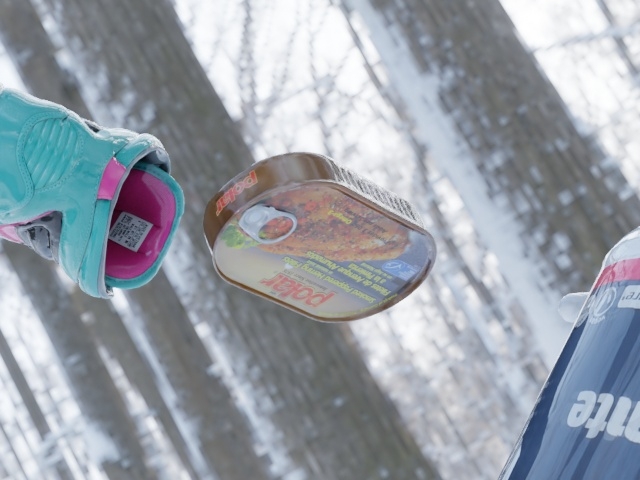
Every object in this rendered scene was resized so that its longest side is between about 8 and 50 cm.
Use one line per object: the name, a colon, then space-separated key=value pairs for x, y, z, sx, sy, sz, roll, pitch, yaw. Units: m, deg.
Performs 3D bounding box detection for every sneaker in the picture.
sneaker: x=-0.194 y=-0.029 z=1.253 sx=0.124 sy=0.178 sz=0.295 roll=-67 pitch=9 yaw=-12

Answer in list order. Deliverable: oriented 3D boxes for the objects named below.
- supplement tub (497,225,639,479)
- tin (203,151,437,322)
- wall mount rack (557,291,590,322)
supplement tub: x=0.165 y=0.144 z=0.752 sx=0.272 sy=0.191 sz=0.191 roll=-62 pitch=-10 yaw=-16
tin: x=0.000 y=0.000 z=1.143 sx=0.106 sy=0.040 sz=0.189 roll=-42 pitch=-38 yaw=18
wall mount rack: x=0.329 y=0.068 z=0.989 sx=0.350 sy=0.304 sz=0.130 roll=-20 pitch=35 yaw=59
